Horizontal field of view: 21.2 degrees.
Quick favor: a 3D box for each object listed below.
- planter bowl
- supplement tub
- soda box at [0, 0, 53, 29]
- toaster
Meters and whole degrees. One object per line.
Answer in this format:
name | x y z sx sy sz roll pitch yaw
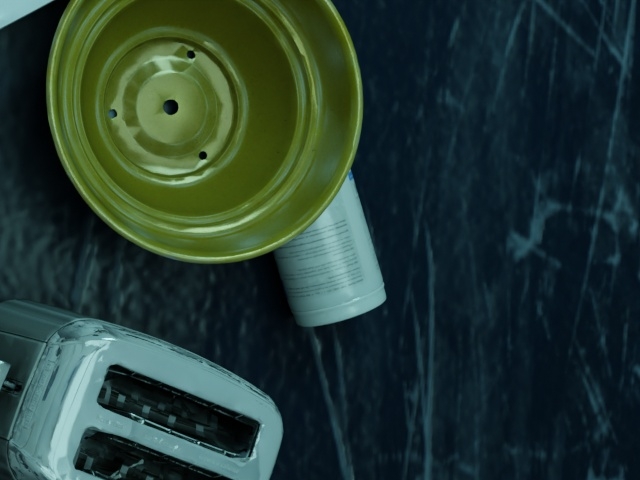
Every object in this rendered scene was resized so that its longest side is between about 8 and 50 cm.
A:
planter bowl | -0.088 -0.092 1.143 0.217 0.090 0.217 1 88 -24
supplement tub | 0.000 0.000 1.206 0.071 0.071 0.107 -20 100 -26
soda box | -0.181 -0.194 1.109 0.216 0.069 0.074 -33 106 -24
toaster | -0.125 0.124 1.098 0.227 0.146 0.129 26 79 -26
